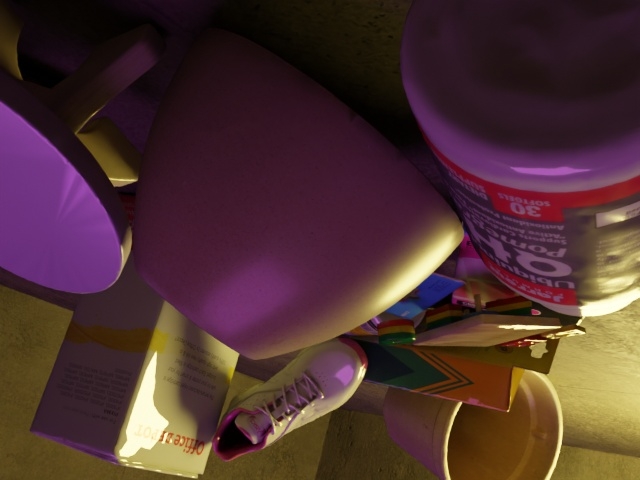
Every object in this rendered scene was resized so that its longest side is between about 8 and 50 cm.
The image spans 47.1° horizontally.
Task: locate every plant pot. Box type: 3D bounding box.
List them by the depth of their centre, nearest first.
[{"bbox_3d":[-0.048,-0.012,0.630,0.284,0.191,0.284,37,175,4],"label":"plant pot"},{"bbox_3d":[0.313,0.407,1.659,0.333,0.334,0.305,25,172,-28],"label":"plant pot"}]

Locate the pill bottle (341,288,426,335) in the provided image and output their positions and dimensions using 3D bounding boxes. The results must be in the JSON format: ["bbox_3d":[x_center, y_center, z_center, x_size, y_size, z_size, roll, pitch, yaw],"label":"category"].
[{"bbox_3d":[0.058,0.088,1.142,0.119,0.119,0.208,25,160,-29],"label":"pill bottle"}]

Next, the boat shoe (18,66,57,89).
[{"bbox_3d":[-0.388,-0.125,0.904,0.095,0.112,0.335,42,148,-20],"label":"boat shoe"}]

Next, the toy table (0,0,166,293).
[{"bbox_3d":[-0.263,-0.099,0.660,0.252,0.161,0.274,-5,136,17],"label":"toy table"}]

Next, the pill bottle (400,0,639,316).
[{"bbox_3d":[0.176,-0.054,0.508,0.176,0.176,0.318,7,161,25],"label":"pill bottle"}]

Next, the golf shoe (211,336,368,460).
[{"bbox_3d":[-0.053,0.265,1.180,0.306,0.140,0.115,-39,88,26],"label":"golf shoe"}]

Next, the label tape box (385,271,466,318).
[{"bbox_3d":[-0.007,-0.010,0.914,0.333,0.106,0.240,15,163,-5],"label":"label tape box"}]

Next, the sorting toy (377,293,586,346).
[{"bbox_3d":[0.212,0.100,0.928,0.274,0.046,0.132,6,160,-30],"label":"sorting toy"}]

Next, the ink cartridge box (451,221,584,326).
[{"bbox_3d":[0.252,0.017,0.864,0.175,0.069,0.371,11,160,12],"label":"ink cartridge box"}]

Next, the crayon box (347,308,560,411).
[{"bbox_3d":[0.225,0.189,1.224,0.318,0.081,0.202,8,-165,23],"label":"crayon box"}]

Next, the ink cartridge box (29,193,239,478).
[{"bbox_3d":[-0.256,0.159,1.176,0.160,0.385,0.279,8,161,22],"label":"ink cartridge box"}]
